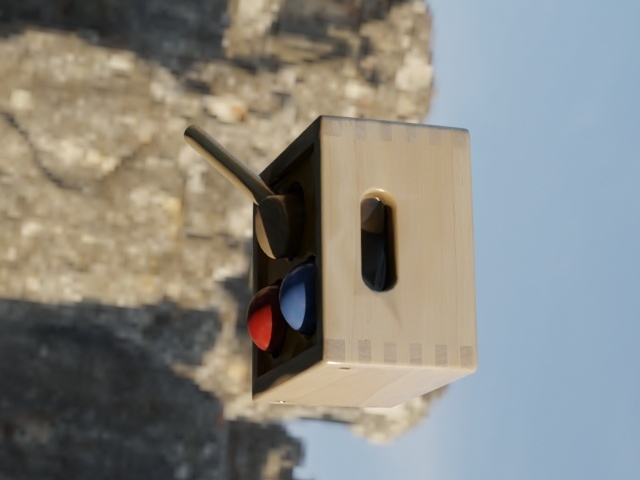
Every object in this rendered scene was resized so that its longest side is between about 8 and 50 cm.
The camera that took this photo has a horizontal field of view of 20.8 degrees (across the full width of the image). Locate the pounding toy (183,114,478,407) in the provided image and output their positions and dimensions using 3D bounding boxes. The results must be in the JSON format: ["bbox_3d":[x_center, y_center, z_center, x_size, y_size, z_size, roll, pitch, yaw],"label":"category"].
[{"bbox_3d":[0.000,0.000,0.802,0.130,0.100,0.141,143,-51,-67],"label":"pounding toy"}]
